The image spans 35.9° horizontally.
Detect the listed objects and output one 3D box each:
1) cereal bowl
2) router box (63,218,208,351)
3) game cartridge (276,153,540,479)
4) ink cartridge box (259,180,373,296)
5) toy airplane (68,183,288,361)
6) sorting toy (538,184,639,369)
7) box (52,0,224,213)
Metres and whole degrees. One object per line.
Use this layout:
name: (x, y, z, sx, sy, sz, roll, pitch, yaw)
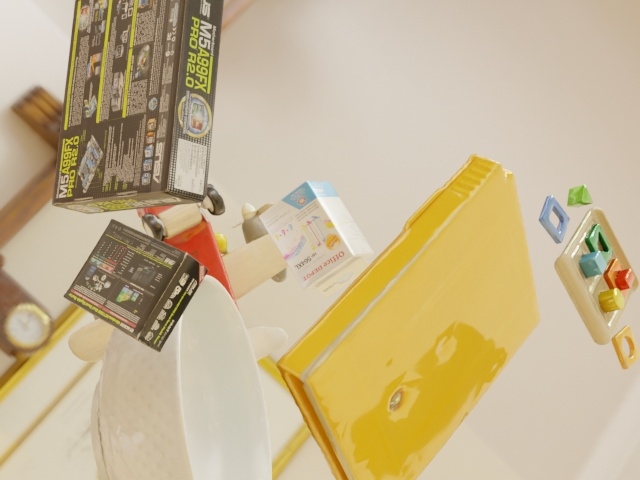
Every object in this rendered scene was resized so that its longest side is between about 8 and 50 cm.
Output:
cereal bowl: (-0.168, 0.215, 1.149, 0.141, 0.338, 0.339, -10, -160, 11)
router box: (-0.177, 0.041, 0.944, 0.122, 0.038, 0.092, 22, -104, 39)
game cartridge: (0.111, 0.103, 1.040, 0.053, 0.285, 0.323, 24, -120, 36)
ink cartridge box: (0.000, 0.000, 1.391, 0.092, 0.143, 0.090, -36, 168, 19)
toy airplane: (-0.229, 0.077, 1.824, 0.272, 0.386, 0.384, 17, -93, 62)
sorting toy: (0.495, 0.058, 1.720, 0.047, 0.347, 0.196, -18, -162, 44)
box: (-0.214, -0.173, 1.152, 0.216, 0.060, 0.269, -4, -102, 41)
